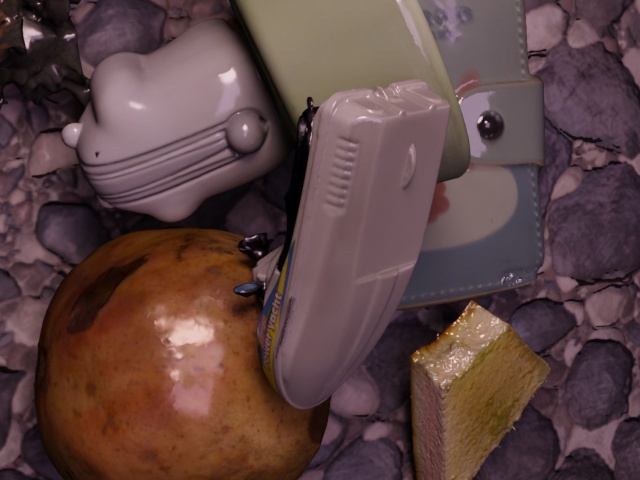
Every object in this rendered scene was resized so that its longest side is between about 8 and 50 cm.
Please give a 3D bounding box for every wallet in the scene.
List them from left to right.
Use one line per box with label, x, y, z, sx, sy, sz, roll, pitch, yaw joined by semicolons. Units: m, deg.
wallet;0.114;-0.116;1.375;0.252;0.083;0.360;-8;97;-18

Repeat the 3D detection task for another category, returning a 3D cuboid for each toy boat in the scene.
toy boat;0.006;-0.002;1.042;0.141;0.141;0.269;11;122;-24

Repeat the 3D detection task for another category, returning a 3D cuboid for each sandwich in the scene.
sandwich;0.140;0.168;1.385;0.193;0.058;0.162;-55;136;-7

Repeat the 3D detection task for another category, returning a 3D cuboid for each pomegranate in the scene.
pomegranate;-0.121;0.124;1.187;0.281;0.281;0.281;-2;95;-23

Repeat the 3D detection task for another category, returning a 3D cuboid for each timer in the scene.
timer;-0.068;-0.128;1.174;0.315;0.291;0.290;-25;104;1

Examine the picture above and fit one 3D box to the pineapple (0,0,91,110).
pineapple;-0.317;-0.200;1.127;0.357;0.223;0.223;15;88;-43
